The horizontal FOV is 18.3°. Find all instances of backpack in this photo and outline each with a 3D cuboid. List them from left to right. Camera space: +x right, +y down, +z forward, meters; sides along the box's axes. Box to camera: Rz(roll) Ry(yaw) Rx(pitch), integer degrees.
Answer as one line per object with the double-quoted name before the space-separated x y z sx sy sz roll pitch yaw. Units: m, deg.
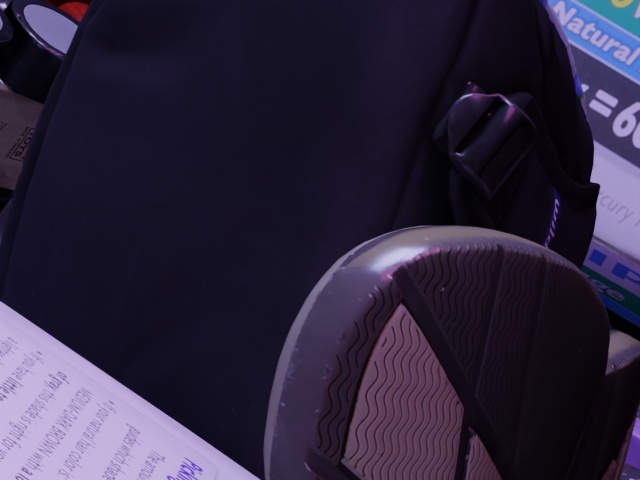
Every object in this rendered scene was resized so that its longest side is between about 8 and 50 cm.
"backpack" 0.000 0.000 0.843 0.273 0.290 0.355 22 3 28

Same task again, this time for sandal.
"sandal" 0.034 0.062 0.595 0.086 0.120 0.303 20 -4 18

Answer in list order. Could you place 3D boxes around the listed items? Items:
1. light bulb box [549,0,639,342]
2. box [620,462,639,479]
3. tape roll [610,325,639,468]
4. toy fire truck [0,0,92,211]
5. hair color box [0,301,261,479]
"light bulb box" 0.272 -0.016 1.252 0.358 0.225 0.361 33 -8 9
"box" 0.153 0.173 0.772 0.231 0.056 0.183 19 29 20
"tape roll" 0.157 0.112 1.128 0.189 0.080 0.189 28 15 -8
"toy fire truck" -0.212 -0.108 1.055 0.217 0.158 0.246 13 34 -48
"hair color box" -0.049 0.132 0.556 0.339 0.110 0.185 33 9 -2
